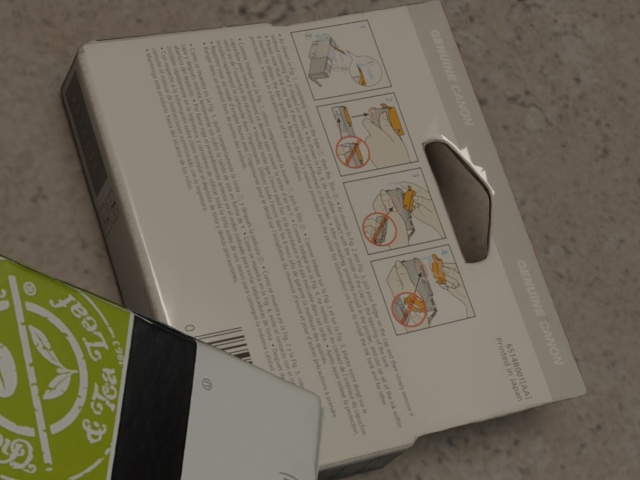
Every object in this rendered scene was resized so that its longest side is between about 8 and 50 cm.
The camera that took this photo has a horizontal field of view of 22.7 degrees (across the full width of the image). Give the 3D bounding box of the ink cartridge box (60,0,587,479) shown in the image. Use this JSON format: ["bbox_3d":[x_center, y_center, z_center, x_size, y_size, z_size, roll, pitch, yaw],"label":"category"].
[{"bbox_3d":[0.000,0.000,1.018,0.261,0.066,0.296,-10,72,-25],"label":"ink cartridge box"}]

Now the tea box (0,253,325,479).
[{"bbox_3d":[-0.195,0.187,0.662,0.323,0.220,0.329,25,53,-31],"label":"tea box"}]
